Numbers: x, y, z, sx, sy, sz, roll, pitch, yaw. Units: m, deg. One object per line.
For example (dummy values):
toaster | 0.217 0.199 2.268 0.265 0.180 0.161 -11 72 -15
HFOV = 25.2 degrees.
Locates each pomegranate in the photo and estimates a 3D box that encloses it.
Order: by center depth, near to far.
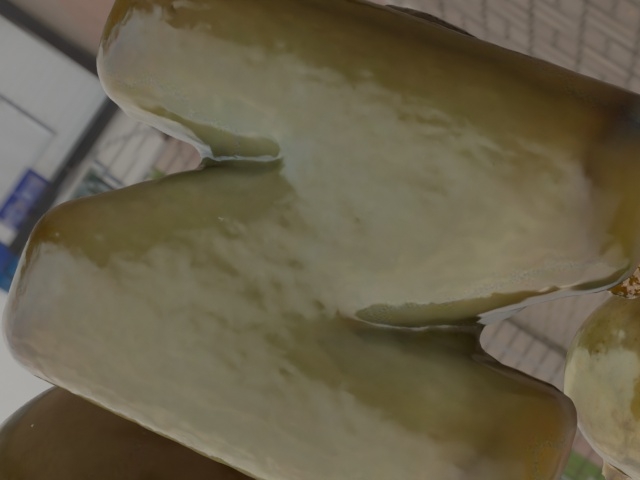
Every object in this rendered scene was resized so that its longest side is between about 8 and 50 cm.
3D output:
pomegranate | 0.371 0.155 1.508 0.233 0.233 0.233 33 175 4

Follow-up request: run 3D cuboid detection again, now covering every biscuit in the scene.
biscuit | 0.000 0.000 0.680 0.290 0.237 0.062 23 -177 17

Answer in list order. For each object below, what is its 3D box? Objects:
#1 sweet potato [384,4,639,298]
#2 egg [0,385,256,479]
sweet potato | 0.132 -0.070 0.890 0.244 0.077 0.077 50 178 10
egg | -0.117 0.269 0.993 0.301 0.301 0.374 -157 55 -64
